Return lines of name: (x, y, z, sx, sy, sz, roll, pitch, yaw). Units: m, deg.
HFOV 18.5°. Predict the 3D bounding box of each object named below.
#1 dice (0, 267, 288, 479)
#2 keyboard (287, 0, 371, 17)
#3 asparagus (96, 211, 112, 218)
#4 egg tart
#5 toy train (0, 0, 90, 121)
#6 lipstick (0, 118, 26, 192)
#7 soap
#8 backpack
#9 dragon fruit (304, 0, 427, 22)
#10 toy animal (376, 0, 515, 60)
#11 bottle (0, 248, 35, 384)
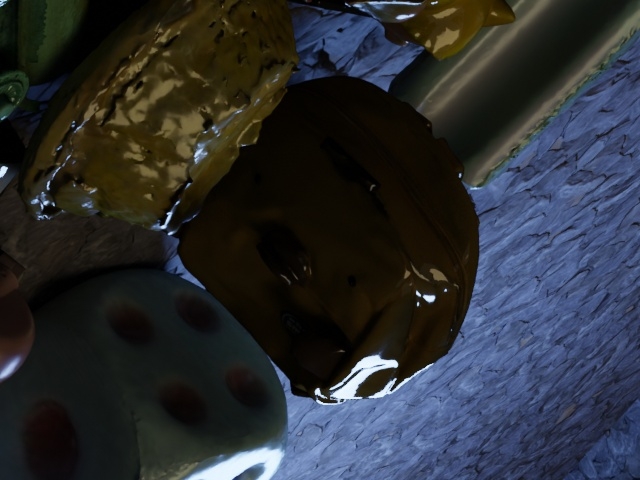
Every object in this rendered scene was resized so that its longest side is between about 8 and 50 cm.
dice: (-0.218, 0.208, 2.238, 0.262, 0.268, 0.264, -8, 146, -52)
keyboard: (0.028, -0.232, 1.965, 0.202, 0.067, 0.011, 0, 102, -57)
asparagus: (-0.150, -0.108, 2.005, 0.248, 0.024, 0.025, -45, -160, 23)
egg tart: (-0.121, -0.125, 1.742, 0.345, 0.132, 0.345, -51, 176, -5)
toy train: (-0.240, -0.201, 1.526, 0.189, 0.126, 0.307, -27, 157, -22)
lipstick: (-0.371, -0.018, 1.787, 0.253, 0.079, 0.077, -45, 158, 28)
soap: (0.286, -0.271, 2.044, 0.446, 0.156, 0.261, -46, 177, 21)
backpack: (0.003, -0.004, 2.045, 0.201, 0.353, 0.378, -37, 163, -35)
dragon fruit: (0.039, -0.296, 1.638, 0.227, 0.224, 0.224, 12, 130, -49)
toy animal: (0.095, -0.267, 1.863, 0.156, 0.156, 0.230, -35, 157, 0)
bottle: (-0.412, 0.138, 1.959, 0.297, 0.173, 0.206, -47, -173, 24)
